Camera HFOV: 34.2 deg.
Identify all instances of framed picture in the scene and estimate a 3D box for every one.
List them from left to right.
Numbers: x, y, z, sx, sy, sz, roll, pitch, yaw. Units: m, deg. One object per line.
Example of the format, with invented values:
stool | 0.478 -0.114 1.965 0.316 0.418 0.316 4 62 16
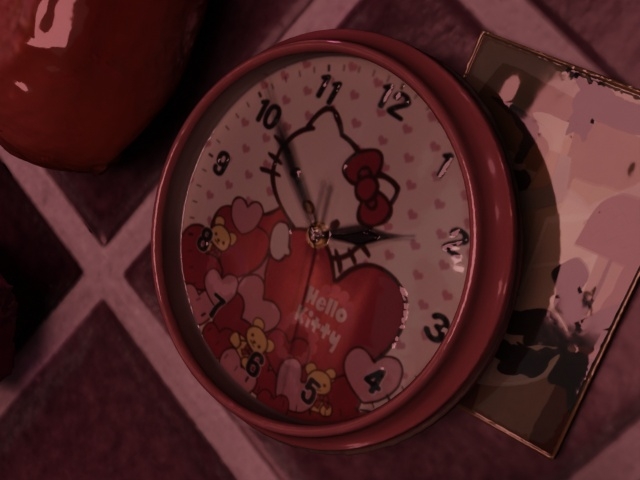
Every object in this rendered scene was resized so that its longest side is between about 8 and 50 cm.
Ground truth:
framed picture | 0.109 0.001 0.576 0.136 0.010 0.201 27 103 24

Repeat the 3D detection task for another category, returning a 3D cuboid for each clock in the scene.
clock | 0.001 0.000 0.600 0.244 0.056 0.244 -2 87 34

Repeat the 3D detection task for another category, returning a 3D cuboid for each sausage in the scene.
sausage | -0.134 -0.163 0.629 0.148 0.148 0.254 18 96 25

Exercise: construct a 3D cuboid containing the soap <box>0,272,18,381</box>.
soap | -0.347 0.038 0.715 0.289 0.182 0.112 15 100 20
